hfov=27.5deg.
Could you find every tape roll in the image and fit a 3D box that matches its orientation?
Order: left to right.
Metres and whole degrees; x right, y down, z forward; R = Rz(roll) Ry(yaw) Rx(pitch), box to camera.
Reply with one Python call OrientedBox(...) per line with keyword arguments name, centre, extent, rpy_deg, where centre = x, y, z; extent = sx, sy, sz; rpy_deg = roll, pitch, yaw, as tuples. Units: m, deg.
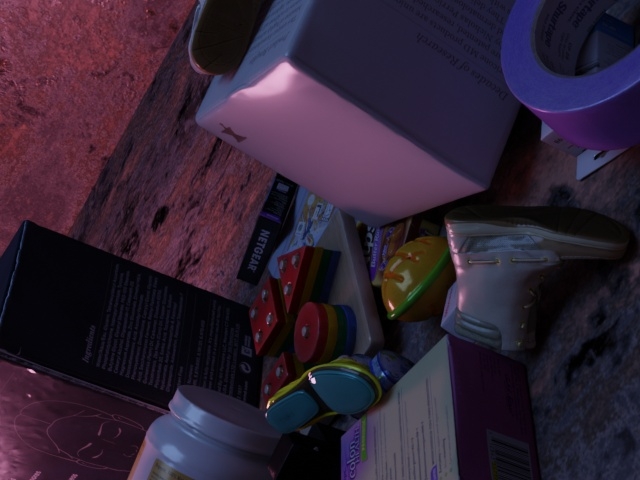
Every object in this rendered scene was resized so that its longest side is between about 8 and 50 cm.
OrientedBox(name="tape roll", centre=(0.338, -0.241, 1.467), extent=(0.275, 0.090, 0.275), rpy_deg=(-30, 43, 33))

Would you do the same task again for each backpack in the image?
OrientedBox(name="backpack", centre=(0.083, 0.195, 1.724), extent=(0.084, 0.114, 0.105), rpy_deg=(-59, 23, 22))

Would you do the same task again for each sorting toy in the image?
OrientedBox(name="sorting toy", centre=(-0.019, 0.124, 1.969), extent=(0.255, 0.089, 0.257), rpy_deg=(121, 148, -41))

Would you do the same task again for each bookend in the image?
OrientedBox(name="bookend", centre=(-0.002, 0.294, 1.778), extent=(0.072, 0.156, 0.157), rpy_deg=(-64, 21, 11))

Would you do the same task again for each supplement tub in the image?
OrientedBox(name="supplement tub", centre=(-0.192, 0.405, 2.023), extent=(0.316, 0.228, 0.228), rpy_deg=(-67, 22, 4))

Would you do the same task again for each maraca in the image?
OrientedBox(name="maraca", centre=(0.144, 0.040, 1.762), extent=(0.127, 0.099, 0.186), rpy_deg=(-42, 8, 45))

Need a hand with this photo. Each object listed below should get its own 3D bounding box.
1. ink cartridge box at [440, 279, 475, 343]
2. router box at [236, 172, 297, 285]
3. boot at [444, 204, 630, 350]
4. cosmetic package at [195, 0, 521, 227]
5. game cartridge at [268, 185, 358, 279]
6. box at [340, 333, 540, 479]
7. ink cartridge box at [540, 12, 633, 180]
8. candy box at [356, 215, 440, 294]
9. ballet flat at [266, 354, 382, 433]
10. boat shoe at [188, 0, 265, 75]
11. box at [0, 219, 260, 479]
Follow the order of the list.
OrientedBox(name="ink cartridge box", centre=(0.205, 0.058, 1.623), extent=(0.122, 0.052, 0.088), rpy_deg=(-56, 6, 31))
OrientedBox(name="router box", centre=(-0.093, -0.024, 2.346), extent=(0.179, 0.046, 0.133), rpy_deg=(113, 178, -45))
OrientedBox(name="boot", centre=(0.249, 0.047, 1.503), extent=(0.077, 0.213, 0.165), rpy_deg=(-39, -51, -57))
OrientedBox(name="cosmetic package", centre=(0.088, -0.282, 1.811), extent=(0.329, 0.327, 0.394), rpy_deg=(-19, 44, 63))
OrientedBox(name="game cartridge", centre=(0.000, 0.000, 2.191), extent=(0.198, 0.062, 0.297), rpy_deg=(-65, 21, -4))
OrientedBox(name="box", centre=(0.134, 0.273, 1.530), extent=(0.243, 0.117, 0.213), rpy_deg=(-49, 28, 38))
OrientedBox(name="ink cartridge box", centre=(0.323, -0.176, 1.582), extent=(0.104, 0.060, 0.180), rpy_deg=(-38, 36, 50))
OrientedBox(name="candy box", centre=(0.098, 0.024, 1.937), extent=(0.186, 0.053, 0.109), rpy_deg=(-6, 65, 67))
OrientedBox(name="ballet flat", centre=(0.012, 0.185, 1.664), extent=(0.231, 0.077, 0.077), rpy_deg=(-30, 12, 50))
OrientedBox(name="boat shoe", centre=(-0.114, -0.354, 1.774), extent=(0.277, 0.098, 0.096), rpy_deg=(-64, 20, -6))
OrientedBox(name="box", centre=(-0.422, 0.277, 2.354), extent=(0.480, 0.471, 0.297), rpy_deg=(-47, 30, 42))
